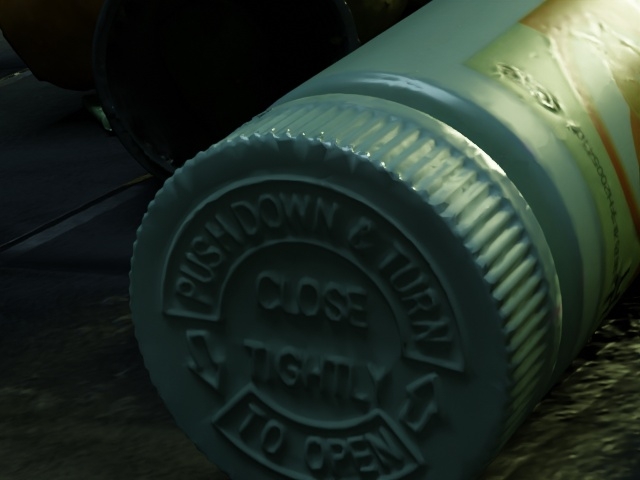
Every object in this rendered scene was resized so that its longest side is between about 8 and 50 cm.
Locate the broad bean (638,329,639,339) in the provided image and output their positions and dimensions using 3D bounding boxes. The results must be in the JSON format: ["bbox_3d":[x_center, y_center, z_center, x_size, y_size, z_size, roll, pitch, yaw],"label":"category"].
[{"bbox_3d":[0.234,-0.008,0.760,0.254,0.046,0.065,-29,10,-39],"label":"broad bean"}]

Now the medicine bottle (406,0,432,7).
[{"bbox_3d":[0.012,-0.337,1.637,0.306,0.245,0.245,1,22,40],"label":"medicine bottle"}]

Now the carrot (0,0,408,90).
[{"bbox_3d":[-0.098,-0.231,1.437,0.340,0.224,0.224,-8,18,32],"label":"carrot"}]

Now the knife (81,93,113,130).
[{"bbox_3d":[-0.152,-0.097,1.388,0.043,0.020,0.293,-15,16,-15],"label":"knife"}]

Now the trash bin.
[{"bbox_3d":[-0.071,-0.114,1.171,0.175,0.175,0.161,-17,4,-10],"label":"trash bin"}]

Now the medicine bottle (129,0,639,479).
[{"bbox_3d":[0.065,-0.022,0.743,0.158,0.158,0.318,-4,20,29],"label":"medicine bottle"}]
